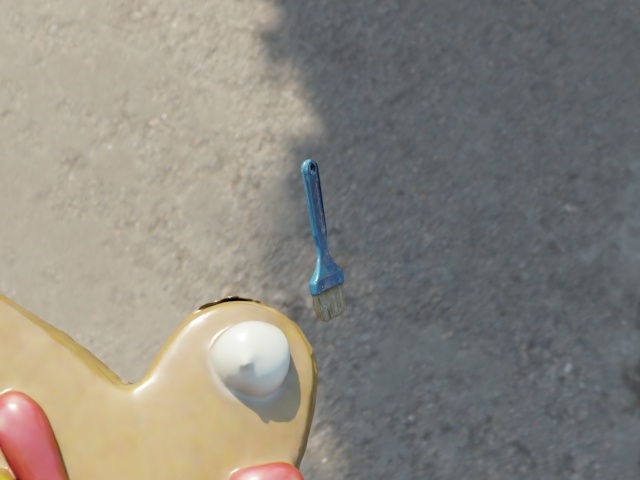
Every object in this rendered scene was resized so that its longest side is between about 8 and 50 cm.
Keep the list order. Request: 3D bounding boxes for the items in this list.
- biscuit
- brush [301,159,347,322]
[{"bbox_3d":[-0.081,0.106,0.431,0.339,0.047,0.216,31,76,0],"label":"biscuit"},{"bbox_3d":[0.000,0.000,1.210,0.051,0.014,0.164,-25,111,-54],"label":"brush"}]
